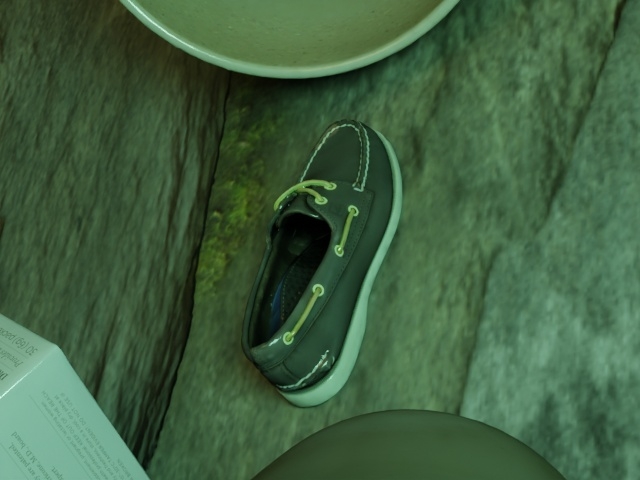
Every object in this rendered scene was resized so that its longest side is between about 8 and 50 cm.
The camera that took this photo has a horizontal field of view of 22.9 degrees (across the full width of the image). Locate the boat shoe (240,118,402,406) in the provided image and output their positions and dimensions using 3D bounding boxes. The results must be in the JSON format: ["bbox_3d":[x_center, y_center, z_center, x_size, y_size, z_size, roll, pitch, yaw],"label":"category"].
[{"bbox_3d":[0.000,0.000,1.098,0.081,0.068,0.228,-14,50,35],"label":"boat shoe"}]

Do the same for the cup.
[{"bbox_3d":[-0.011,-0.321,1.227,0.331,0.331,0.237,-29,17,21],"label":"cup"}]

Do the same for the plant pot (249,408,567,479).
[{"bbox_3d":[0.034,0.215,0.679,0.323,0.323,0.280,-32,11,18],"label":"plant pot"}]

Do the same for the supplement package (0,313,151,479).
[{"bbox_3d":[-0.278,0.201,1.037,0.293,0.175,0.177,-43,34,-21],"label":"supplement package"}]
